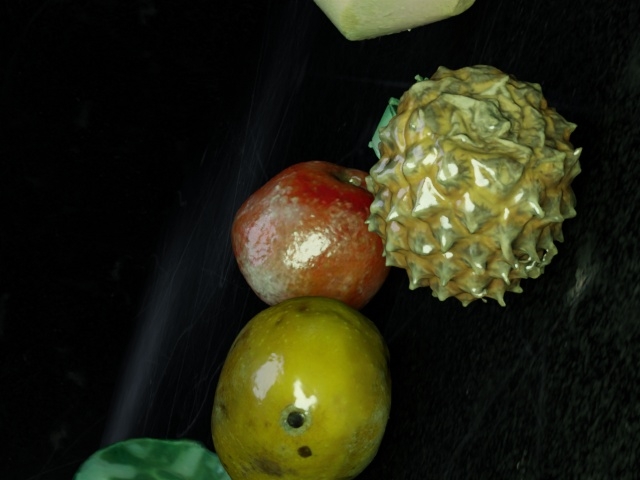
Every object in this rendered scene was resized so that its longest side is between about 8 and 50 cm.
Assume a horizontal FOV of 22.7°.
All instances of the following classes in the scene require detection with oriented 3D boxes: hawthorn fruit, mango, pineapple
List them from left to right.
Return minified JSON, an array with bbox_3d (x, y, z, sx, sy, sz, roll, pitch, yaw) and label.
[{"bbox_3d":[-0.027,0.160,1.516,0.176,0.176,0.329,-27,-9,-25],"label":"mango"},{"bbox_3d":[0.000,0.000,1.640,0.173,0.172,0.173,-161,90,-79],"label":"hawthorn fruit"},{"bbox_3d":[0.108,-0.028,1.181,0.193,0.166,0.166,104,177,-53],"label":"pineapple"}]

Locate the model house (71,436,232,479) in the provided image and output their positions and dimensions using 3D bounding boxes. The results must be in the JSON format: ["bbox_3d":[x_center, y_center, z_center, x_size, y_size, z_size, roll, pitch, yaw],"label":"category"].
[{"bbox_3d":[-0.174,0.413,1.643,0.295,0.251,0.329,-101,26,-69],"label":"model house"}]

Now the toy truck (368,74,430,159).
[{"bbox_3d":[0.093,-0.119,1.579,0.175,0.081,0.067,-94,27,-63],"label":"toy truck"}]

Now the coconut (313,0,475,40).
[{"bbox_3d":[0.072,-0.331,1.659,0.233,0.245,0.233,-40,-10,-8],"label":"coconut"}]
